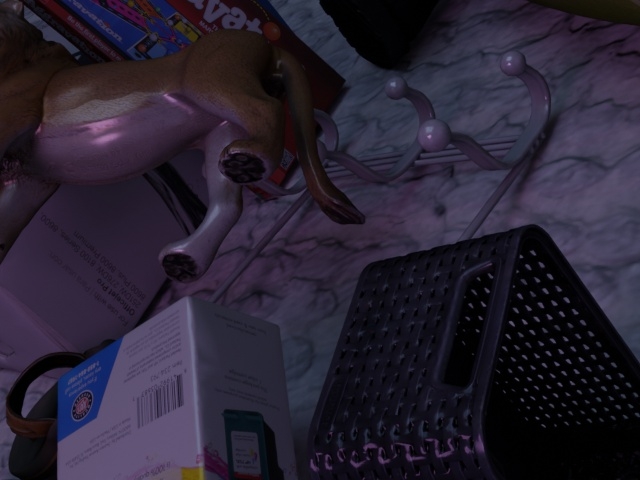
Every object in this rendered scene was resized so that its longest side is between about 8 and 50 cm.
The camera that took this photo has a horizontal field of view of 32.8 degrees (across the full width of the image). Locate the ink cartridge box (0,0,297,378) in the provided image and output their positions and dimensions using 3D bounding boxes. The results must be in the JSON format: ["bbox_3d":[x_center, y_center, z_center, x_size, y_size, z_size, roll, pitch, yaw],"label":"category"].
[{"bbox_3d":[-0.232,-0.078,1.056,0.285,0.166,0.395,-2,49,46],"label":"ink cartridge box"}]

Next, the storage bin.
[{"bbox_3d":[0.087,0.095,0.481,0.084,0.180,0.122,-16,40,37],"label":"storage bin"}]

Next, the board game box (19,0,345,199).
[{"bbox_3d":[-0.117,-0.178,0.949,0.027,0.281,0.145,-24,32,57],"label":"board game box"}]

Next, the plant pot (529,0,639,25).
[{"bbox_3d":[0.196,-0.274,0.784,0.275,0.275,0.293,-47,17,-10],"label":"plant pot"}]

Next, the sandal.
[{"bbox_3d":[-0.204,0.123,0.821,0.219,0.060,0.090,-37,31,57],"label":"sandal"}]

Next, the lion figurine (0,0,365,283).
[{"bbox_3d":[-0.144,-0.090,0.788,0.392,0.142,0.240,3,44,13],"label":"lion figurine"}]

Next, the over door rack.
[{"bbox_3d":[0.000,0.000,0.766,0.240,0.108,0.324,-5,47,46],"label":"over door rack"}]

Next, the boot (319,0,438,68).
[{"bbox_3d":[0.063,-0.300,0.943,0.094,0.246,0.207,27,75,45],"label":"boot"}]

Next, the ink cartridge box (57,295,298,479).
[{"bbox_3d":[-0.082,0.165,0.623,0.134,0.078,0.231,-32,51,33],"label":"ink cartridge box"}]
